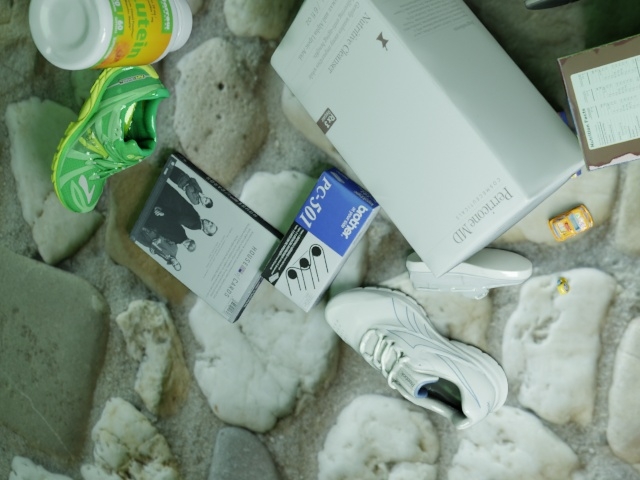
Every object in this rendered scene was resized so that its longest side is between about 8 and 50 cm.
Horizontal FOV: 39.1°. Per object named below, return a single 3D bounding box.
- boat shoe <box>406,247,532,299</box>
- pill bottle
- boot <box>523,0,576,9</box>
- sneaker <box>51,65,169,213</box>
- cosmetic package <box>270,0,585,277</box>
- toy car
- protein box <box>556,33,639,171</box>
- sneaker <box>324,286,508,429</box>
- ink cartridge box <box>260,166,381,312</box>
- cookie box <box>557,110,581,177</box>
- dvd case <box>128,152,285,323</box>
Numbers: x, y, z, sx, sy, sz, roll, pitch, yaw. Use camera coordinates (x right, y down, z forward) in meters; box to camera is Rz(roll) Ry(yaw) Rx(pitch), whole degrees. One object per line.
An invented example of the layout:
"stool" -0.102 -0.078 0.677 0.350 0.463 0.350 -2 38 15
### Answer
"boat shoe" 0.211 0.052 1.285 0.184 0.066 0.063 -1 116 23
"pill bottle" -0.296 -0.325 1.331 0.136 0.246 0.136 6 105 24
"boot" 0.335 -0.404 1.105 0.236 0.085 0.178 -24 89 22
"sneaker" -0.343 -0.155 1.470 0.123 0.109 0.295 39 115 17
"cosmetic package" 0.132 -0.172 1.166 0.385 0.156 0.217 53 142 12
"toy car" 0.343 0.016 1.224 0.060 0.040 0.122 -8 98 27
"protein box" 0.409 -0.181 1.055 0.201 0.200 0.135 -13 97 28
"sneaker" 0.129 0.164 1.311 0.297 0.129 0.111 29 115 18
"ink cartridge box" 0.000 0.000 1.380 0.097 0.046 0.207 37 115 12
"cookie box" 0.286 -0.117 1.219 0.107 0.040 0.091 -15 96 27
"dvd case" -0.189 -0.004 1.478 0.239 0.029 0.179 38 115 12
